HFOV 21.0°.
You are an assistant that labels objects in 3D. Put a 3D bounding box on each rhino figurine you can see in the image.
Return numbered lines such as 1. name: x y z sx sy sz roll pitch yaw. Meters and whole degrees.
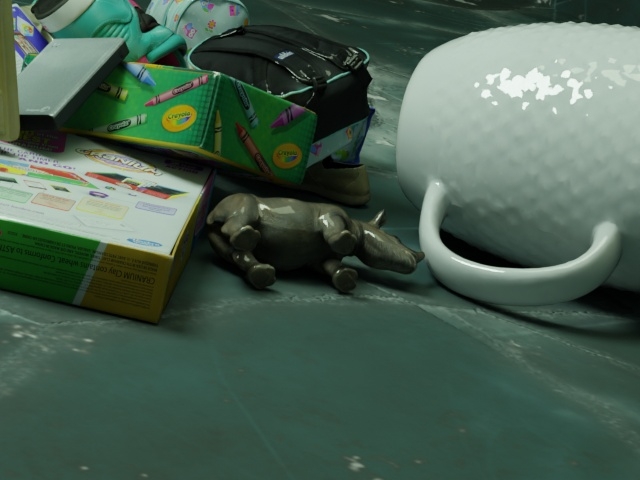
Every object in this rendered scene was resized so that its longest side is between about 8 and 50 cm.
1. rhino figurine: 0.000 0.000 1.676 0.243 0.073 0.106 5 21 -30

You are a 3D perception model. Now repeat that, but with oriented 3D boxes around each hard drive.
1. hard drive: -0.261 -0.154 1.697 0.094 0.022 0.135 3 41 31

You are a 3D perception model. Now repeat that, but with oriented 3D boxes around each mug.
1. mug: 0.242 -0.068 1.813 0.328 0.276 0.374 11 45 21

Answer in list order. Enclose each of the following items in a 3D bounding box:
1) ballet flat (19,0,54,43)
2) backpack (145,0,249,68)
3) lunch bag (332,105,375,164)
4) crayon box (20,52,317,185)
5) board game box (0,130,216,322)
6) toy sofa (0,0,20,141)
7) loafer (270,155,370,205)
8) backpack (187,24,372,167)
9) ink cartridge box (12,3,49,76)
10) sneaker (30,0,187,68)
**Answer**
1. ballet flat: -0.380 -0.279 2.316 0.086 0.086 0.248 14 18 4
2. backpack: -0.159 -0.239 2.142 0.152 0.182 0.115 0 21 -39
3. lunch bag: -0.024 -0.143 2.081 0.129 0.096 0.151 20 8 20
4. crayon box: -0.164 -0.127 1.787 0.278 0.081 0.165 10 -5 37
5. board game box: -0.236 -0.028 1.601 0.242 0.064 0.316 13 17 1
6. toy sofa: -0.456 -0.139 1.527 0.177 0.150 0.362 13 22 38
7. loafer: -0.009 -0.082 1.971 0.148 0.050 0.056 16 17 10
8. backpack: -0.055 -0.162 1.923 0.188 0.144 0.166 28 42 30
9. ink cartridge box: -0.332 -0.170 1.950 0.208 0.045 0.206 48 19 0
10. sneaker: -0.242 -0.244 2.050 0.178 0.124 0.295 48 6 -16
